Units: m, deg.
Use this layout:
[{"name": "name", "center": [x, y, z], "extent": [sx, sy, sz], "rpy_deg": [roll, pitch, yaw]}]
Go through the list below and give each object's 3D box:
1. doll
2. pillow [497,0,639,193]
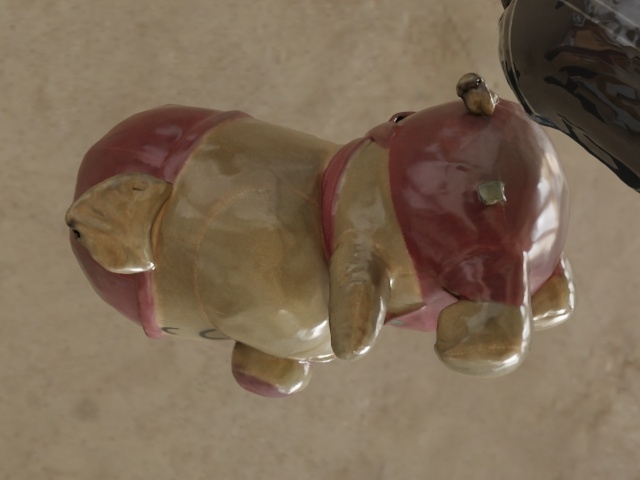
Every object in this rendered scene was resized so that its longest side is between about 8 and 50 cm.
[{"name": "doll", "center": [-0.001, 0.003, 0.813], "extent": [0.196, 0.256, 0.152], "rpy_deg": [60, 37, -61]}, {"name": "pillow", "center": [0.207, -0.033, 0.509], "extent": [0.093, 0.335, 0.161], "rpy_deg": [-5, 129, -57]}]
